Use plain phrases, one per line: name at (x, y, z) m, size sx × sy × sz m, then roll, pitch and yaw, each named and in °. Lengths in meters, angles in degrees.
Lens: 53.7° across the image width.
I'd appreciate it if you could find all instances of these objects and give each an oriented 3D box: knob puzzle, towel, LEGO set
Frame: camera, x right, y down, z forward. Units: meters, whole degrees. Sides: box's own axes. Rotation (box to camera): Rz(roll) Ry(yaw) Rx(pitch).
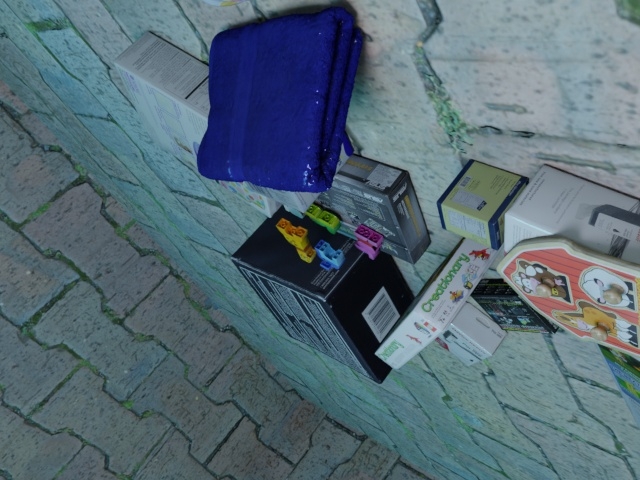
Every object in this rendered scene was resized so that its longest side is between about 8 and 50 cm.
knob puzzle at (0.286, 0.067, 0.726) m, size 0.213 × 0.030 × 0.213 m, roll 34°, pitch 160°, yaw 15°
towel at (-0.064, -0.185, 0.864) m, size 0.076 × 0.227 × 0.308 m, roll 4°, pitch -173°, yaw -36°
LEGO set at (0.000, 0.000, 1.115) m, size 0.227 × 0.087 × 0.093 m, roll 29°, pitch 159°, yaw 29°

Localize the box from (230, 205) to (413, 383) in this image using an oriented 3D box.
box at (0.018, 0.105, 1.332) m, size 0.294 × 0.182 × 0.296 m, roll 19°, pitch 150°, yaw 43°

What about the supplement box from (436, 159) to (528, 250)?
supplement box at (0.209, -0.046, 0.810) m, size 0.083 × 0.083 × 0.056 m, roll 27°, pitch 157°, yaw 34°

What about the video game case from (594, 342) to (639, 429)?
video game case at (0.526, 0.262, 0.841) m, size 0.300 × 0.036 × 0.329 m, roll 52°, pitch 176°, yaw -30°

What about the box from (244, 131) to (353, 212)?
box at (-0.042, -0.130, 0.995) m, size 0.126 × 0.137 × 0.072 m, roll 25°, pitch 158°, yaw 36°

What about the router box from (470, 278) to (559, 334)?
router box at (0.314, 0.105, 1.015) m, size 0.092 × 0.038 × 0.122 m, roll 46°, pitch 160°, yaw -16°

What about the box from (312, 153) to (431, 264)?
box at (0.062, -0.067, 1.069) m, size 0.231 × 0.056 × 0.183 m, roll 24°, pitch 157°, yaw 37°

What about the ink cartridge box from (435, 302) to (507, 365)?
ink cartridge box at (0.281, 0.181, 1.212) m, size 0.099 × 0.056 × 0.135 m, roll 38°, pitch 161°, yaw 8°

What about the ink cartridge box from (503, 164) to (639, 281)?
ink cartridge box at (0.333, 0.026, 0.734) m, size 0.218 × 0.092 × 0.158 m, roll 30°, pitch 158°, yaw 30°

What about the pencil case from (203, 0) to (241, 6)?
pencil case at (-0.042, -0.307, 0.655) m, size 0.273 × 0.113 × 0.124 m, roll 17°, pitch 160°, yaw 48°

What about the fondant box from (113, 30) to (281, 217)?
fondant box at (-0.205, -0.211, 1.182) m, size 0.330 × 0.096 × 0.238 m, roll 34°, pitch 160°, yaw 18°

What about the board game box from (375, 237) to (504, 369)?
board game box at (0.183, 0.088, 0.986) m, size 0.053 × 0.193 × 0.305 m, roll 36°, pitch 160°, yaw 9°
